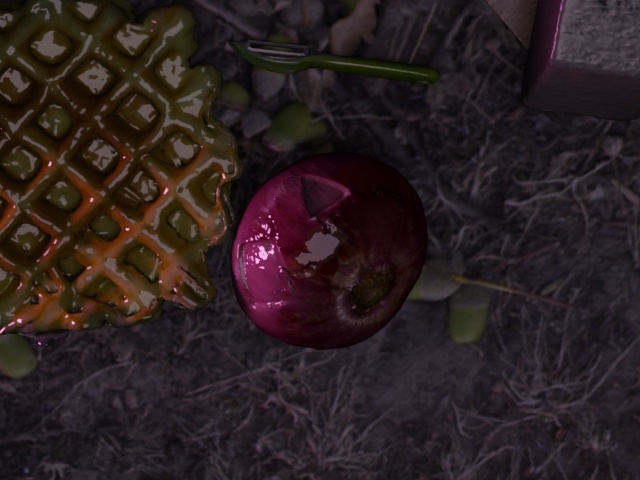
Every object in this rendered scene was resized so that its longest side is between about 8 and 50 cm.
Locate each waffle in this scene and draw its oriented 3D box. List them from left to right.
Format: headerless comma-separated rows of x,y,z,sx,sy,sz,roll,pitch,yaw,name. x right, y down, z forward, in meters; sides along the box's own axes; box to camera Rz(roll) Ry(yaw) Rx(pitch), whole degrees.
-0.222,-0.062,1.488,0.317,0.073,0.297,-6,97,-1,waffle

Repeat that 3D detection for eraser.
0.258,-0.268,1.510,0.111,0.077,0.352,6,106,-11,eraser

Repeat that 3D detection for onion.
0.007,0.006,1.518,0.177,0.153,0.177,-8,140,-7,onion

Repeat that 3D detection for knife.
0.012,-0.150,1.541,0.184,0.022,0.026,6,80,-9,knife

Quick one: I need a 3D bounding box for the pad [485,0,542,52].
0.239,-0.296,1.541,0.266,0.002,0.176,-42,108,5,pad
